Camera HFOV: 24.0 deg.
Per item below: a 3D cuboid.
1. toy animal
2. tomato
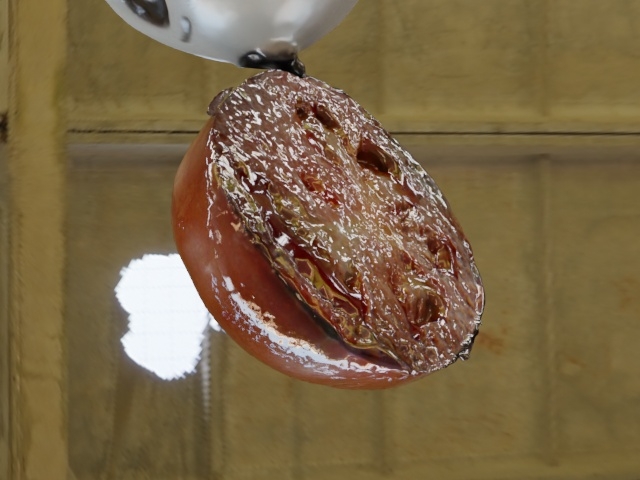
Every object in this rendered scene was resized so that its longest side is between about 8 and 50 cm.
[{"bbox_3d":[-0.055,-0.210,0.860,0.165,0.235,0.187,1,-44,-20],"label":"toy animal"},{"bbox_3d":[-0.001,0.003,0.918,0.225,0.225,0.085,39,-56,-12],"label":"tomato"}]
